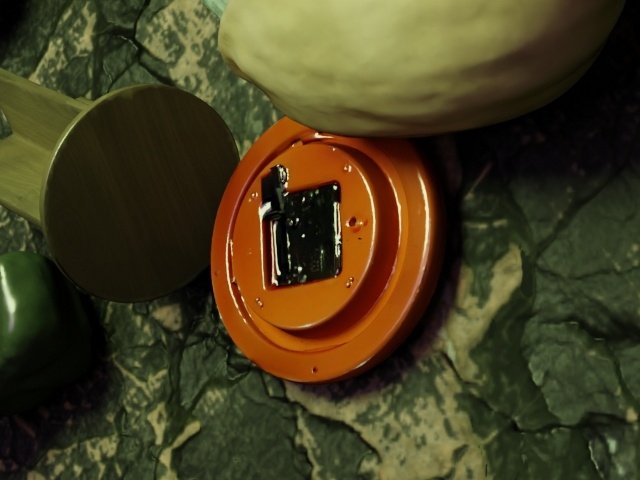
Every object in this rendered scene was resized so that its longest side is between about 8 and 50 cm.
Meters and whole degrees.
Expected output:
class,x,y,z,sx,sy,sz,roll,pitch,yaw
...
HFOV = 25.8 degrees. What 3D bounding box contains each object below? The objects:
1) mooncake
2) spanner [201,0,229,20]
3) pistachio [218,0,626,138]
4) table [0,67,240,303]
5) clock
class,x,y,z,sx,sy,sz,roll,pitch,yaw
mooncake,-0.272,0.082,1.126,0.175,0.168,0.104,-45,56,42
spanner,-0.074,-0.192,1.120,0.071,0.017,0.302,-53,53,19
pistachio,0.067,-0.178,0.864,0.309,0.230,0.229,-6,76,43
table,-0.194,-0.062,1.113,0.227,0.167,0.167,24,95,49
clock,0.000,0.000,0.993,0.205,0.051,0.205,-9,76,38
